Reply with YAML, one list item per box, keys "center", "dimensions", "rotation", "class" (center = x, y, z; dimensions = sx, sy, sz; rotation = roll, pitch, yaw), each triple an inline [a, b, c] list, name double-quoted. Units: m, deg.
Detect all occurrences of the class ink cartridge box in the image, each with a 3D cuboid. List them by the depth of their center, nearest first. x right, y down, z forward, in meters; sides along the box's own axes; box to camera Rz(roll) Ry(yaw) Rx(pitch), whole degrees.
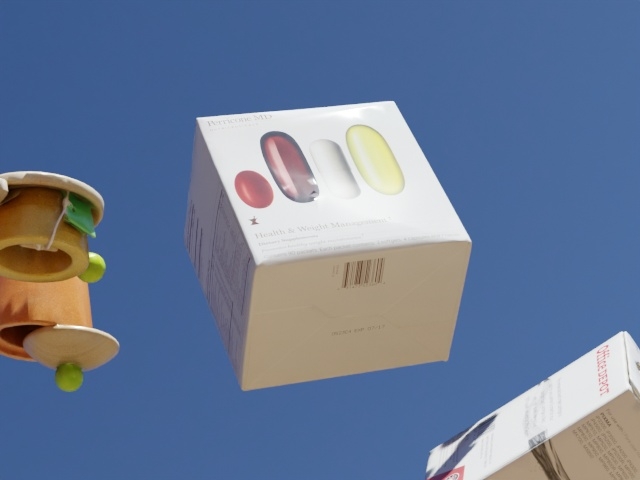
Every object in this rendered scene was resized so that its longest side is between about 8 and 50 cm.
- center: [0.126, 0.119, 1.005]
  dimensions: [0.135, 0.056, 0.099]
  rotation: [-34, 8, 15]
  class: "ink cartridge box"

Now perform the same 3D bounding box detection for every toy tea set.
- center: [-0.251, 0.026, 1.143]
  dimensions: [0.336, 0.124, 0.200]
  rotation: [20, -31, -37]
  class: "toy tea set"

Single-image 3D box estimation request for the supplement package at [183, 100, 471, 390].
- center: [0.000, 0.000, 1.626]
  dimensions: [0.194, 0.203, 0.149]
  rotation: [-7, -48, -18]
  class: "supplement package"
